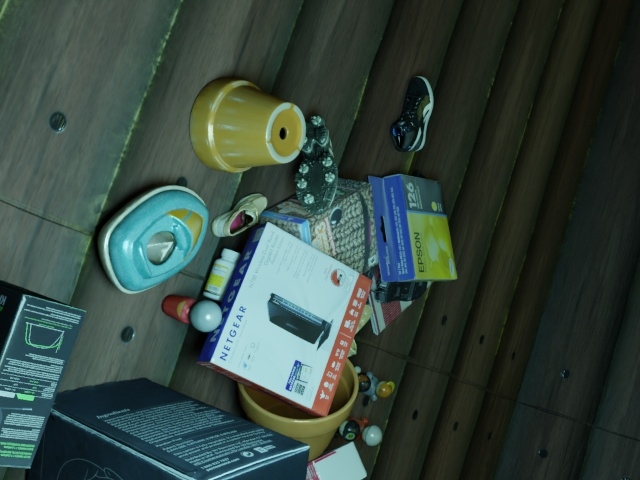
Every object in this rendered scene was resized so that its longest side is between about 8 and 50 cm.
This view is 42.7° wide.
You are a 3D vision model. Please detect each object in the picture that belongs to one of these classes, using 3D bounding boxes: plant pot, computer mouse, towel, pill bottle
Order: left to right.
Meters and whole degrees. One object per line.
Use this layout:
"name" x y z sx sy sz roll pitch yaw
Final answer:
"pill bottle" -0.218 0.080 1.854 0.065 0.065 0.116 31 76 -52
"plant pot" -0.143 -0.241 1.757 0.205 0.188 0.205 -19 114 -49
"plant pot" -0.066 0.403 1.998 0.291 0.291 0.203 -32 141 -44
"computer mouse" 0.203 0.098 2.354 0.262 0.060 0.184 -11 118 -33
"towel" 0.247 0.103 2.475 0.329 0.037 0.237 -39 131 -31

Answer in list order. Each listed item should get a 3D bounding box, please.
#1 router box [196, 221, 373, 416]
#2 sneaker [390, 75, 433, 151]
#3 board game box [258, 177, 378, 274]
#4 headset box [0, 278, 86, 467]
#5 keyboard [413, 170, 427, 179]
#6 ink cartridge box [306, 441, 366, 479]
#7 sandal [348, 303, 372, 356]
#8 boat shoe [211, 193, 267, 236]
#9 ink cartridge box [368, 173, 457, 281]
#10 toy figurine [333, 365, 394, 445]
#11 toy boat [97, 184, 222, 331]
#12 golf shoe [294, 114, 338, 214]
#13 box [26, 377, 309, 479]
"router box" -0.070 0.177 1.808 0.301 0.082 0.335 29 68 -23
"sneaker" 0.256 -0.356 2.331 0.121 0.079 0.217 -17 115 -51
"board game box" 0.000 0.000 2.051 0.291 0.141 0.232 -33 124 -43
"headset box" -0.545 0.206 1.318 0.131 0.246 0.283 27 80 -53
"keyboard" 0.274 -0.121 2.474 0.108 0.023 0.180 29 76 -59
"ink cartridge box" -0.029 0.619 2.111 0.172 0.237 0.100 -9 71 -51
"sandal" 0.074 0.277 2.239 0.240 0.079 0.088 -50 132 -13
"boat shoe" -0.173 -0.053 1.879 0.170 0.059 0.063 -40 129 -39
"ink cartridge box" 0.267 -0.033 2.336 0.307 0.072 0.303 3 77 -52
"toy figurine" 0.100 0.466 2.310 0.213 0.148 0.209 33 74 -51
"toy boat" -0.299 0.046 1.670 0.267 0.148 0.318 -43 131 -37
"golf shoe" 0.002 -0.170 1.970 0.120 0.105 0.273 56 27 -57
"box" -0.308 0.564 1.539 0.297 0.472 0.480 -2 102 -53
